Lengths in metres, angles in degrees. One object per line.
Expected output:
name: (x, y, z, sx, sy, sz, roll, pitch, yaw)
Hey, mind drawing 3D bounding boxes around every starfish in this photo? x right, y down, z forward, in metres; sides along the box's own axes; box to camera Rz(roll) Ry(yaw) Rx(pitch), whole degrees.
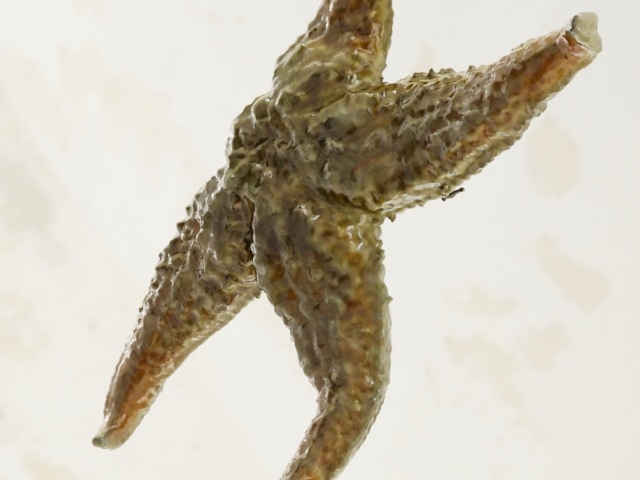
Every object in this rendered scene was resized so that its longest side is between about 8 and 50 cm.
starfish: (0.002, 0.001, 0.654, 0.138, 0.050, 0.247, 49, -62, 45)
